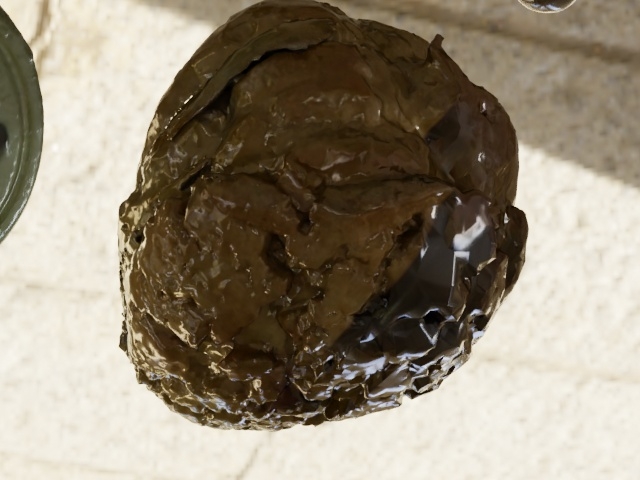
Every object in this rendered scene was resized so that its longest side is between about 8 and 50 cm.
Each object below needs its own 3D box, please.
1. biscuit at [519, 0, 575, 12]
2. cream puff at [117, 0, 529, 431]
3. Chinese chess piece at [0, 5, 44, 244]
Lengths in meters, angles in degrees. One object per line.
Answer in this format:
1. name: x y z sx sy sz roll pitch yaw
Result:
1. biscuit: 0.097 -0.206 0.645 0.164 0.047 0.208 -47 135 -9
2. cream puff: 0.000 0.000 0.484 0.133 0.104 0.119 -42 149 -12
3. Chinese chess piece: -0.312 -0.081 1.185 0.101 0.250 0.250 8 155 41
